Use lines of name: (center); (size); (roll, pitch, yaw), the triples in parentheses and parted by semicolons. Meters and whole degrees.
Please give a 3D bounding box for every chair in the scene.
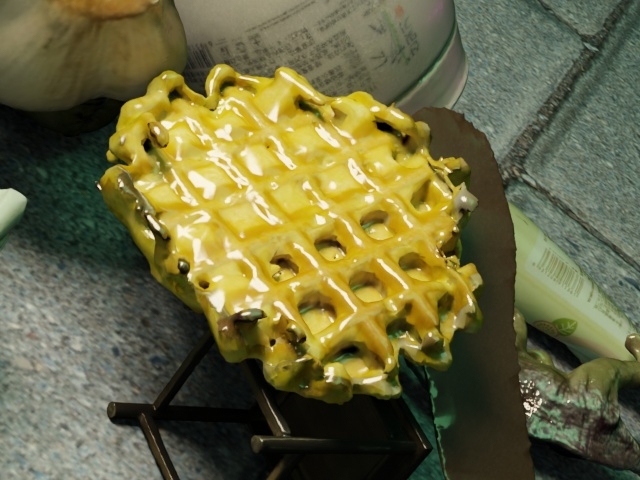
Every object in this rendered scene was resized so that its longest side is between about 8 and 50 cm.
chair: (0.003, 0.141, 1.234); (0.260, 0.141, 0.155); (7, 41, -40)

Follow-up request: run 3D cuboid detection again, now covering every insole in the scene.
insole: (0.104, 0.049, 1.240); (0.111, 0.007, 0.328); (7, 65, -29)

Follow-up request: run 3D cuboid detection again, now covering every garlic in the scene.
garlic: (-0.219, -0.200, 1.239); (0.281, 0.185, 0.203); (30, 14, -29)

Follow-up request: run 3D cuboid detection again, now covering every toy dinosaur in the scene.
toy dinosaur: (0.200, 0.135, 1.544); (0.294, 0.077, 0.162); (14, 38, -14)

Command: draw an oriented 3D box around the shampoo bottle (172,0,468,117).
shampoo bottle: (-0.017, -0.205, 1.529); (0.266, 0.273, 0.273); (59, 15, -33)

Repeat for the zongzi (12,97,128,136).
zongzi: (-0.317, -0.247, 1.388); (0.360, 0.160, 0.323); (16, 35, -44)

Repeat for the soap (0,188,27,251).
soap: (-0.268, 0.037, 1.080); (0.066, 0.119, 0.198); (34, 28, -4)

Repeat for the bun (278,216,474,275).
bun: (0.002, 0.000, 1.368); (0.272, 0.168, 0.273); (11, 7, -1)

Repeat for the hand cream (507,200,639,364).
hand cream: (0.232, 0.051, 1.681); (0.306, 0.093, 0.147); (34, 9, -10)

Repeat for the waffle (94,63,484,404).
waffle: (-0.017, -0.014, 1.177); (0.280, 0.060, 0.262); (15, 50, -5)
